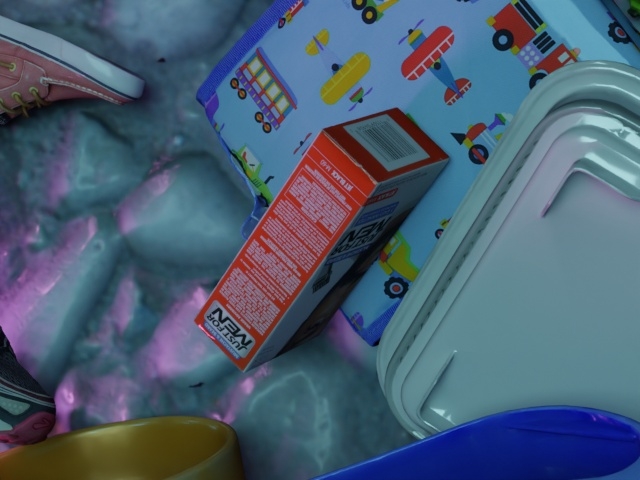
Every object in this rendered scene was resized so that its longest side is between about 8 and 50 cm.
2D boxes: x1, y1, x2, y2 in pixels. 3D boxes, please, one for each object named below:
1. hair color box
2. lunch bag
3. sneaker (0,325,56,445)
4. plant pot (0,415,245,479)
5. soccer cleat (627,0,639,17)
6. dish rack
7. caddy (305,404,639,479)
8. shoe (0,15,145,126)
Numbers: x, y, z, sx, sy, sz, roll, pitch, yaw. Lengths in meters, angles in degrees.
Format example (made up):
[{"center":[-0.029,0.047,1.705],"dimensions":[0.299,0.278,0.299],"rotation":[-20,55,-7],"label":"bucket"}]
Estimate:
[{"center":[0.000,0.000,0.918],"dimensions":[0.053,0.093,0.167],"rotation":[46,123,15],"label":"hair color box"},{"center":[0.058,-0.086,0.974],"dimensions":[0.293,0.138,0.221],"rotation":[-40,79,17],"label":"lunch bag"},{"center":[-0.278,0.023,1.033],"dimensions":[0.112,0.121,0.299],"rotation":[-42,67,2],"label":"sneaker"},{"center":[-0.138,0.235,0.958],"dimensions":[0.205,0.205,0.188],"rotation":[-9,97,14],"label":"plant pot"},{"center":[0.243,-0.166,0.963],"dimensions":[0.072,0.060,0.179],"rotation":[-35,83,-1],"label":"soccer cleat"},{"center":[0.210,0.085,0.866],"dimensions":[0.333,0.072,0.285],"rotation":[33,116,7],"label":"dish rack"},{"center":[0.051,0.213,0.783],"dimensions":[0.341,0.241,0.179],"rotation":[-22,116,11],"label":"caddy"},{"center":[-0.215,-0.114,1.075],"dimensions":[0.178,0.063,0.081],"rotation":[23,92,21],"label":"shoe"}]
